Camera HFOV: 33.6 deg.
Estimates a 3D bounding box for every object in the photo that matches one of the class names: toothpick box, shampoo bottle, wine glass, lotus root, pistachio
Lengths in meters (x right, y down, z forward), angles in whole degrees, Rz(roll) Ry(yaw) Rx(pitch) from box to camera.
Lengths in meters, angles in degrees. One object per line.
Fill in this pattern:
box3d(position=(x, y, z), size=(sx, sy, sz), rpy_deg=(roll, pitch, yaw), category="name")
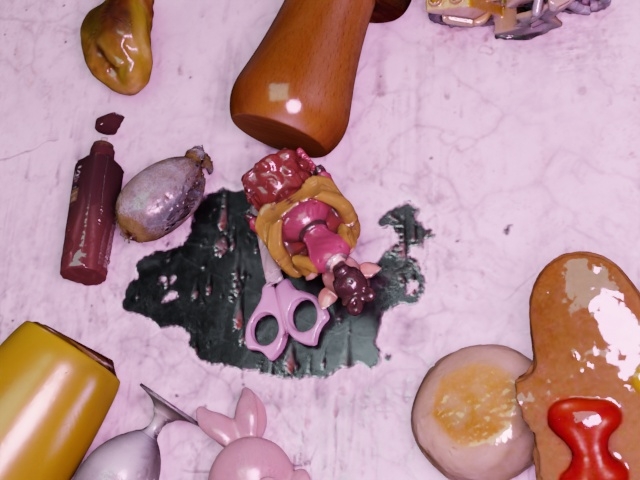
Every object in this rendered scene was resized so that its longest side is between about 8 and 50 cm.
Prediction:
box3d(position=(-0.361, 0.230, 1.253), size=(0.175, 0.175, 0.271), rpy_deg=(24, 73, 28), category="toothpick box")
box3d(position=(-0.303, -0.060, 1.427), size=(0.068, 0.067, 0.236), rpy_deg=(-10, 63, 26), category="shampoo bottle")
box3d(position=(-0.232, 0.273, 1.230), size=(0.093, 0.093, 0.202), rpy_deg=(28, 76, 29), category="wine glass")
box3d(position=(0.000, -0.264, 1.349), size=(0.192, 0.192, 0.294), rpy_deg=(14, 77, 25), category="toothpick box")
box3d(position=(-0.201, -0.061, 1.386), size=(0.165, 0.088, 0.088), rpy_deg=(-44, 59, -15), category="lotus root")
box3d(position=(-0.290, -0.297, 1.515), size=(0.110, 0.100, 0.189), rpy_deg=(-7, 65, 13), category="pistachio")

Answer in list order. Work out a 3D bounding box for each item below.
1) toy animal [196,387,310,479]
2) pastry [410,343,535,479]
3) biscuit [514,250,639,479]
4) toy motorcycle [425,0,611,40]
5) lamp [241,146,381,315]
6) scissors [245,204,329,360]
box3d(position=(-0.073, 0.265, 1.180), size=(0.124, 0.124, 0.212), rpy_deg=(-25, 32, 8), category="toy animal")
box3d(position=(0.169, 0.183, 1.127), size=(0.156, 0.092, 0.156), rpy_deg=(-10, 57, 16), category="pastry")
box3d(position=(0.384, 0.174, 0.977), size=(0.394, 0.076, 0.368), rpy_deg=(-9, 87, 16), category="biscuit")
box3d(position=(0.238, -0.304, 1.306), size=(0.229, 0.130, 0.094), rpy_deg=(-1, 86, 20), category="toy motorcycle")
box3d(position=(0.000, 0.000, 1.261), size=(0.118, 0.118, 0.253), rpy_deg=(-38, 61, 0), category="lamp")
box3d(position=(-0.058, 0.044, 1.314), size=(0.110, 0.021, 0.212), rpy_deg=(-23, 60, 13), category="scissors")
